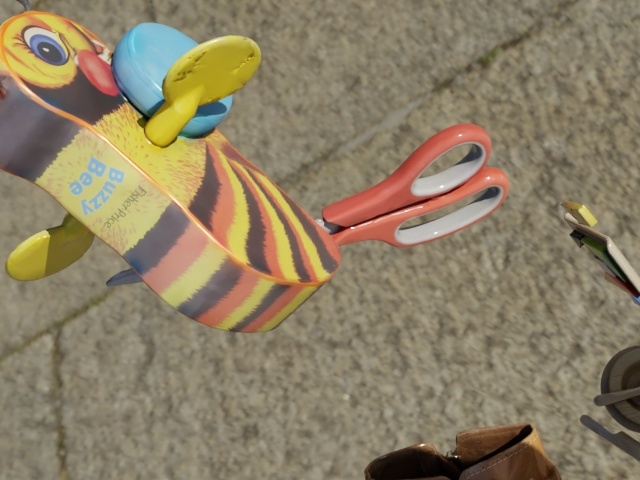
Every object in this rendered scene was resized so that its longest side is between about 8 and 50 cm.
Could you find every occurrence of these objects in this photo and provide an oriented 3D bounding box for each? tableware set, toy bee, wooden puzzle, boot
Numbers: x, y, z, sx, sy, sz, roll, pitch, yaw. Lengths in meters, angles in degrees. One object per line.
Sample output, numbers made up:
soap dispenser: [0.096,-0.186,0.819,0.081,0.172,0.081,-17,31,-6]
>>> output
tableware set: [0.353,0.167,1.172,0.194,0.039,0.128,33,76,12]
toy bee: [-0.134,-0.053,0.675,0.298,0.162,0.195,30,119,13]
wooden puzzle: [0.206,0.014,0.902,0.014,0.116,0.078,-42,17,1]
boot: [0.178,0.227,0.922,0.283,0.220,0.109,-13,15,6]

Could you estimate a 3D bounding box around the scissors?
scissors: [0.000,0.000,0.894,0.297,0.109,0.021,-24,56,-7]
